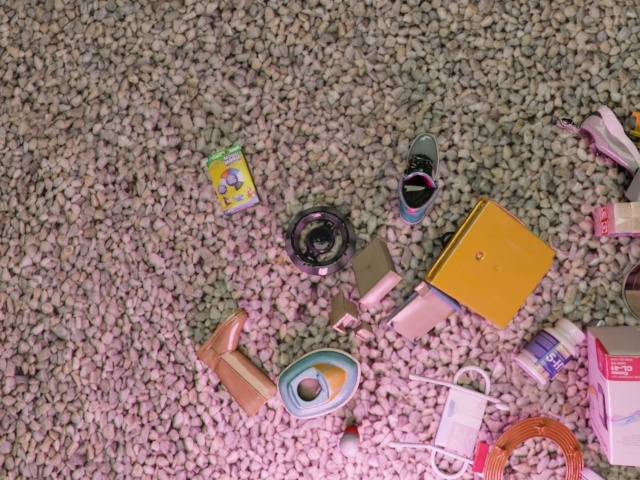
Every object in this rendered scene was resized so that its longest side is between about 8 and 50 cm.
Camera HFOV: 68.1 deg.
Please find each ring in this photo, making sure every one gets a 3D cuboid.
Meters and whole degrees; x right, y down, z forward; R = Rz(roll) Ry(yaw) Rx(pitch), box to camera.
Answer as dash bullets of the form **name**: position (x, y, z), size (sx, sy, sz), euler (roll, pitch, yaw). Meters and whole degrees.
- **ring**: position (0.619, 0.674, 1.350), size (0.336, 0.032, 0.337), euler (0, 91, -14)

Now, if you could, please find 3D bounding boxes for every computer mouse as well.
- **computer mouse**: position (0.457, 0.078, 1.481), size (0.071, 0.041, 0.242), euler (-31, 89, 11)

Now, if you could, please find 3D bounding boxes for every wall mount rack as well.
- **wall mount rack**: position (0.375, 0.532, 1.396), size (0.304, 0.130, 0.350), euler (17, 86, 7)

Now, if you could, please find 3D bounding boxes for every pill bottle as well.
- **pill bottle**: position (0.678, 0.322, 1.394), size (0.186, 0.112, 0.112), euler (-45, 82, 1)

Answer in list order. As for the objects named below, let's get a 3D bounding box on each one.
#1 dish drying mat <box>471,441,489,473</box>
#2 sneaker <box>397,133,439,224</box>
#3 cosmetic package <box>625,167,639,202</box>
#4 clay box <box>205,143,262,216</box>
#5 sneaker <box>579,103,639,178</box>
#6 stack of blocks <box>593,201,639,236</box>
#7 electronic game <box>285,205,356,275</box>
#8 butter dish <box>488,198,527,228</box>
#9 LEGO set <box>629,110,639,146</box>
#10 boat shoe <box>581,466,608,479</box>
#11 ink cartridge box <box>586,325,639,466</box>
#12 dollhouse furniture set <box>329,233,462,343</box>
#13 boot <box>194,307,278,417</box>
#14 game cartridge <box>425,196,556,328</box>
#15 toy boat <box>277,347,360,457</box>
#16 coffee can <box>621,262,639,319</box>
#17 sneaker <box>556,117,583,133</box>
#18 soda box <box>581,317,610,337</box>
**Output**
- **dish drying mat**: position (0.448, 0.608, 1.326), size (0.032, 0.008, 0.083), euler (16, 85, 2)
- **sneaker**: position (0.303, -0.204, 1.446), size (0.123, 0.178, 0.296), euler (10, 86, 7)
- **cosmetic package**: position (1.038, -0.159, 1.386), size (0.239, 0.060, 0.099), euler (0, 128, -5)
- **clay box**: position (-0.292, -0.205, 1.570), size (0.127, 0.053, 0.222), euler (-22, 84, 3)
- **sneaker**: position (0.902, -0.281, 1.446), size (0.108, 0.100, 0.271), euler (-35, 88, 34)
- **stack of blocks**: position (0.968, -0.060, 1.370), size (0.297, 0.171, 0.087), euler (-2, 85, 6)
- **electronic game**: position (0.000, 0.000, 1.524), size (0.229, 0.048, 0.229), euler (-1, 77, 3)
- **butter dish**: position (0.535, -0.034, 1.438), size (0.160, 0.118, 0.160), euler (39, 90, 7)
- **LEGO set**: position (1.020, -0.343, 1.410), size (0.107, 0.132, 0.287), euler (-44, 105, -5)
- **boat shoe**: position (0.853, 0.777, 1.339), size (0.302, 0.109, 0.094), euler (43, 92, 5)
- **ink cartridge box**: position (0.817, 0.410, 1.280), size (0.131, 0.226, 0.306), euler (-3, 98, 18)
- **dollhouse furniture set**: position (0.228, 0.186, 1.478), size (0.303, 0.198, 0.286), euler (34, 113, -22)
- **boot**: position (-0.234, 0.381, 1.499), size (0.269, 0.089, 0.236), euler (43, 102, 8)
- **game cartridge**: position (0.503, 0.073, 1.380), size (0.323, 0.053, 0.285), euler (31, 97, -24)
- **toy boat**: position (0.030, 0.486, 1.426), size (0.267, 0.148, 0.318), euler (-31, 82, 2)
- **coffee can**: position (1.001, 0.144, 1.295), size (0.201, 0.275, 0.202), euler (-1, 85, 5)
- **sneaker**: position (0.786, -0.361, 1.483), size (0.083, 0.037, 0.032), euler (19, 85, 6)
- **soda box**: position (0.876, 0.313, 1.402), size (0.183, 0.058, 0.063), euler (40, 90, 7)
